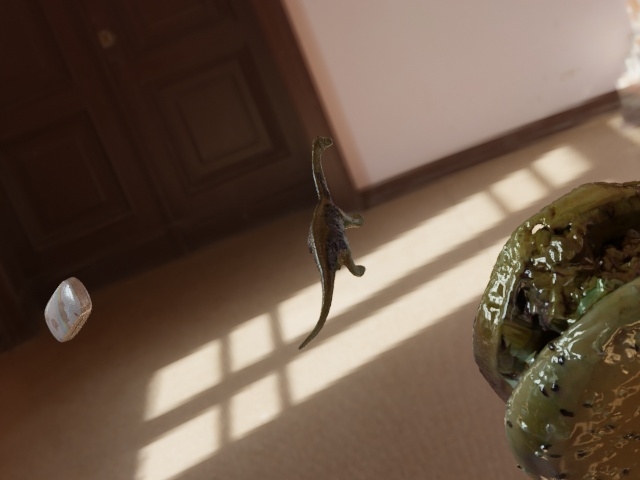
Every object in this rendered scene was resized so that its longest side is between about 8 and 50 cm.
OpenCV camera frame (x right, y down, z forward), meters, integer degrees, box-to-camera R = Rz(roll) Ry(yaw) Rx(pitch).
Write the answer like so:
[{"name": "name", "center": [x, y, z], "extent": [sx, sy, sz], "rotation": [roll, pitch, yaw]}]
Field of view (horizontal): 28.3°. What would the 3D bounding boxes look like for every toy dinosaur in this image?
[{"name": "toy dinosaur", "center": [0.010, 0.005, 0.960], "extent": [0.037, 0.058, 0.180], "rotation": [-32, 46, 35]}]

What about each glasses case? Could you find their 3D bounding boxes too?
[{"name": "glasses case", "center": [-0.203, 0.056, 1.020], "extent": [0.021, 0.032, 0.083], "rotation": [-28, -9, -33]}]

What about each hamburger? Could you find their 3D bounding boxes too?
[{"name": "hamburger", "center": [0.306, 0.083, 1.208], "extent": [0.318, 0.276, 0.195], "rotation": [-22, 48, -2]}]
